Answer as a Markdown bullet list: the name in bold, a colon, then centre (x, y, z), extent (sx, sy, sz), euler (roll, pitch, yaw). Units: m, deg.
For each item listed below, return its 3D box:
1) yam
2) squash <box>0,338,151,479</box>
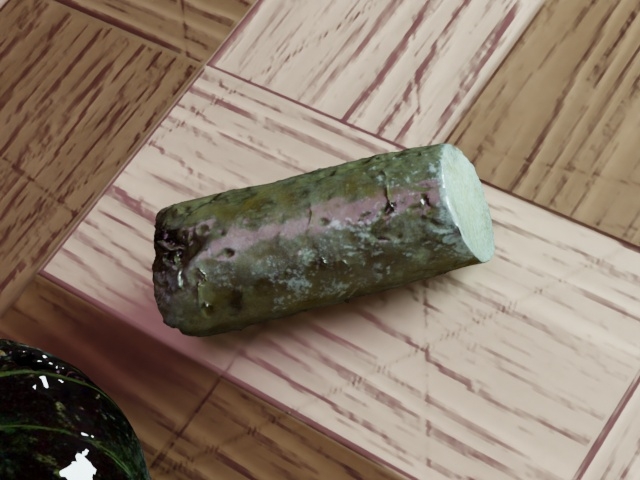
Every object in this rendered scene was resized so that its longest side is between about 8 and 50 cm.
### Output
- **yam**: centre (0.000, 0.000, 0.747), extent (0.179, 0.078, 0.078), euler (-13, 56, 7)
- **squash**: centre (-0.165, 0.137, 0.657), extent (0.193, 0.156, 0.193), euler (-8, 57, 12)
